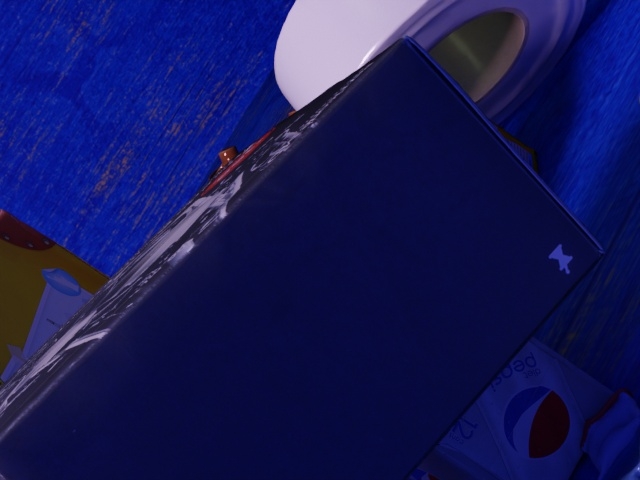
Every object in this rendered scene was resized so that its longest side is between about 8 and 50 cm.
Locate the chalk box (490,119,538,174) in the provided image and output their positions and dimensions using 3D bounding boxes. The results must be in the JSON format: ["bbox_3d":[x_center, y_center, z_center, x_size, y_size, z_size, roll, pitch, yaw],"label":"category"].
[{"bbox_3d":[0.076,-0.011,1.582,0.213,0.132,0.132,-53,12,24],"label":"chalk box"}]

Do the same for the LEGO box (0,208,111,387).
[{"bbox_3d":[-0.222,0.227,1.542,0.193,0.372,0.500,-53,11,21],"label":"LEGO box"}]

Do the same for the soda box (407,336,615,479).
[{"bbox_3d":[0.084,0.126,1.239,0.098,0.091,0.286,-58,11,-16],"label":"soda box"}]

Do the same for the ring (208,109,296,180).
[{"bbox_3d":[0.027,-0.141,2.000,0.336,0.032,0.336,-24,8,4],"label":"ring"}]

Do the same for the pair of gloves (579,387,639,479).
[{"bbox_3d":[0.203,0.087,1.018,0.198,0.023,0.159,-54,11,16],"label":"pair of gloves"}]

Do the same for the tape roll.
[{"bbox_3d":[0.101,-0.186,1.655,0.286,0.100,0.286,-30,-26,-16],"label":"tape roll"}]

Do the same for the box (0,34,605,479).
[{"bbox_3d":[-0.053,0.081,1.114,0.343,0.179,0.312,-46,8,-22],"label":"box"}]
